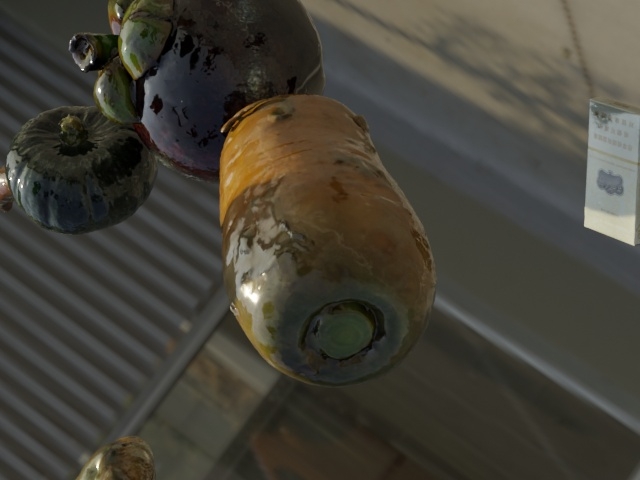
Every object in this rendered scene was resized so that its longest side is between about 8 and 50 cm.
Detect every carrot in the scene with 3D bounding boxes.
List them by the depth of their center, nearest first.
[{"bbox_3d":[0.000,0.000,1.632,0.224,0.224,0.341,41,-161,-30],"label":"carrot"}]

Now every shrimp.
[{"bbox_3d":[-0.244,0.289,1.642,0.059,0.145,0.254,50,180,-18],"label":"shrimp"}]

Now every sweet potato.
[{"bbox_3d":[-0.459,-0.081,2.214,0.058,0.078,0.255,1,180,-24],"label":"sweet potato"}]

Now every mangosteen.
[{"bbox_3d":[-0.143,-0.211,1.884,0.300,0.300,0.300,36,172,6],"label":"mangosteen"}]

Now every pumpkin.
[{"bbox_3d":[-0.328,-0.105,2.038,0.211,0.211,0.152,34,141,19],"label":"pumpkin"}]

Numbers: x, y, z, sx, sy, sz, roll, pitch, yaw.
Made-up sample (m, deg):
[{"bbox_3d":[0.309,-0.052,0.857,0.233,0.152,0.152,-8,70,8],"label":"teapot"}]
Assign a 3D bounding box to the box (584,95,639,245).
[{"bbox_3d":[0.360,-0.084,1.798,0.090,0.024,0.167,27,126,51],"label":"box"}]
